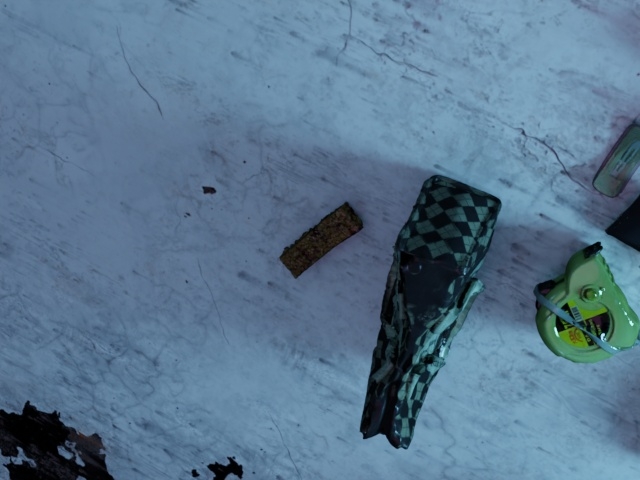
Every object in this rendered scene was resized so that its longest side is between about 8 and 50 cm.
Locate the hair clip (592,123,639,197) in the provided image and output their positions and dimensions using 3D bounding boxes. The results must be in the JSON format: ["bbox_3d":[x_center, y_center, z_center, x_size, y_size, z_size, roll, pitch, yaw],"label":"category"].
[{"bbox_3d":[0.504,-0.133,1.676,0.054,0.022,0.137,31,124,7],"label":"hair clip"}]

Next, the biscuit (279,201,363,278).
[{"bbox_3d":[0.000,0.000,1.970,0.199,0.034,0.064,-38,96,33],"label":"biscuit"}]

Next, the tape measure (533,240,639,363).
[{"bbox_3d":[0.465,0.127,1.780,0.175,0.106,0.200,-30,102,19],"label":"tape measure"}]

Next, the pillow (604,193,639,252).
[{"bbox_3d":[0.597,0.001,1.681,0.208,0.055,0.141,36,131,5],"label":"pillow"}]

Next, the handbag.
[{"bbox_3d":[0.179,0.136,1.788,0.180,0.316,0.416,19,122,8],"label":"handbag"}]
